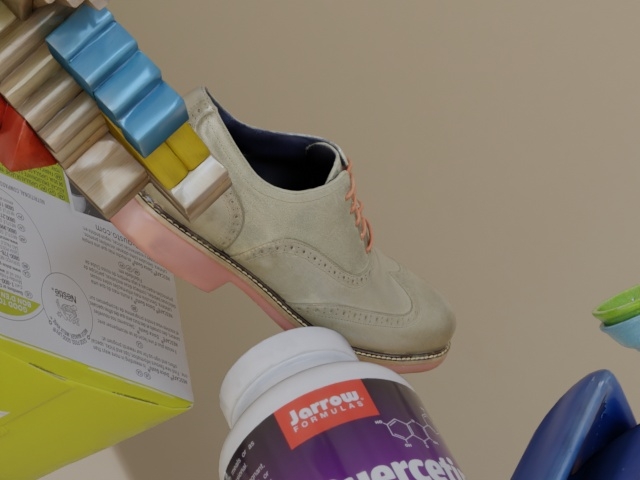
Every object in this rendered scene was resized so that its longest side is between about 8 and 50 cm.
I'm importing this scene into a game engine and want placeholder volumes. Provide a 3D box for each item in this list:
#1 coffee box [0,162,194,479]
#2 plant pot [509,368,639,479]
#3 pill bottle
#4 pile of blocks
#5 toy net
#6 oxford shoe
[{"bbox_3d":[-0.372,0.037,1.584,0.337,0.334,0.338,-26,-30,25],"label":"coffee box"},{"bbox_3d":[0.173,0.191,0.659,0.212,0.236,0.236,-1,39,35],"label":"plant pot"},{"bbox_3d":[0.033,0.224,1.327,0.181,0.323,0.181,-18,-40,-16],"label":"pill bottle"},{"bbox_3d":[-0.192,-0.120,1.070,0.112,0.362,0.149,-44,29,-8],"label":"pile of blocks"},{"bbox_3d":[0.287,0.031,1.288,0.122,0.045,0.232,-27,2,21],"label":"toy net"},{"bbox_3d":[0.000,0.000,1.447,0.397,0.140,0.146,27,-66,-39],"label":"oxford shoe"}]
